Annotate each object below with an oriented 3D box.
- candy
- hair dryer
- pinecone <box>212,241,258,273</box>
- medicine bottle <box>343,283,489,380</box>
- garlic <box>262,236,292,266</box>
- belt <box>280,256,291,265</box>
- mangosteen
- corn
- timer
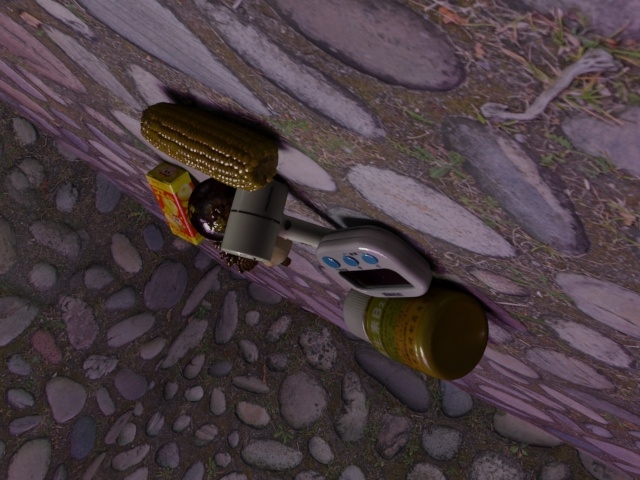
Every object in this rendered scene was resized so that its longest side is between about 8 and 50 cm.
[{"bbox_3d":[-0.484,-0.126,2.107,0.146,0.088,0.276,23,144,38],"label":"candy"},{"bbox_3d":[-0.061,-0.023,1.555,0.362,0.203,0.128,18,173,-28],"label":"hair dryer"},{"bbox_3d":[-0.296,0.004,2.206,0.212,0.186,0.168,49,146,9],"label":"pinecone"},{"bbox_3d":[0.238,0.216,1.634,0.224,0.224,0.384,37,167,-28],"label":"medicine bottle"},{"bbox_3d":[-0.171,-0.002,1.899,0.164,0.145,0.245,25,176,7],"label":"garlic"},{"bbox_3d":[-0.152,0.082,2.510,0.059,0.036,0.083,26,168,16],"label":"belt"},{"bbox_3d":[-0.286,-0.102,1.743,0.192,0.192,0.217,37,-172,-28],"label":"mangosteen"},{"bbox_3d":[-0.240,-0.208,1.300,0.345,0.131,0.131,27,168,28],"label":"corn"},{"bbox_3d":[0.129,0.053,1.482,0.237,0.087,0.262,37,154,-31],"label":"timer"}]
